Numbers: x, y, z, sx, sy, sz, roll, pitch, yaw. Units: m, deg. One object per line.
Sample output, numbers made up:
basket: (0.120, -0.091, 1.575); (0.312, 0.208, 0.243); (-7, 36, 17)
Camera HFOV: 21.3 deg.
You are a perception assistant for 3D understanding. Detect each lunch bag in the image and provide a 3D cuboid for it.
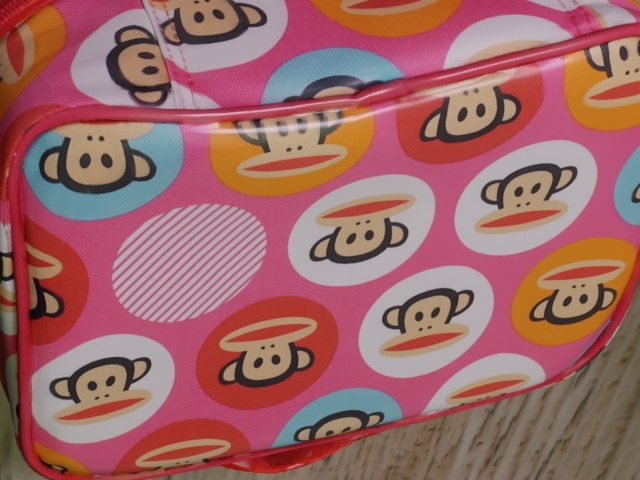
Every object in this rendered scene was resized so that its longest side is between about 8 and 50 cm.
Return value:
lunch bag: (0.000, 0.000, 0.730); (0.293, 0.120, 0.258); (-9, 134, -17)
